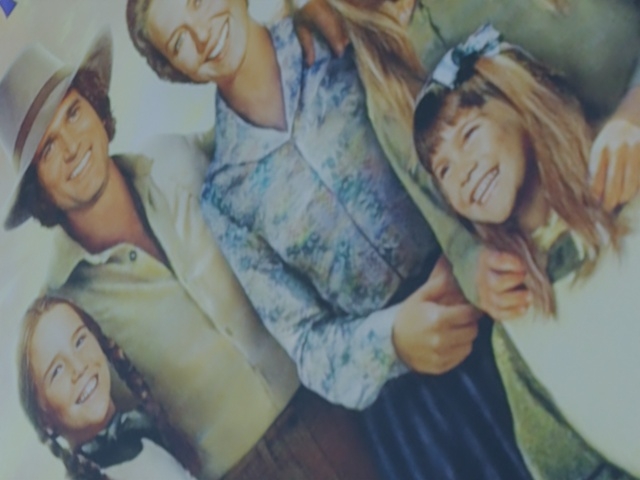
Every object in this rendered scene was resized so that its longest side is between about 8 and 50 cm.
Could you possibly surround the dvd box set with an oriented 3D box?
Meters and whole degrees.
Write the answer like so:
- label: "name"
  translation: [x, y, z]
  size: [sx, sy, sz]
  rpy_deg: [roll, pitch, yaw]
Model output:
- label: "dvd box set"
  translation: [0.000, 0.000, 0.432]
  size: [0.307, 0.062, 0.420]
  rpy_deg: [-53, 53, 23]
